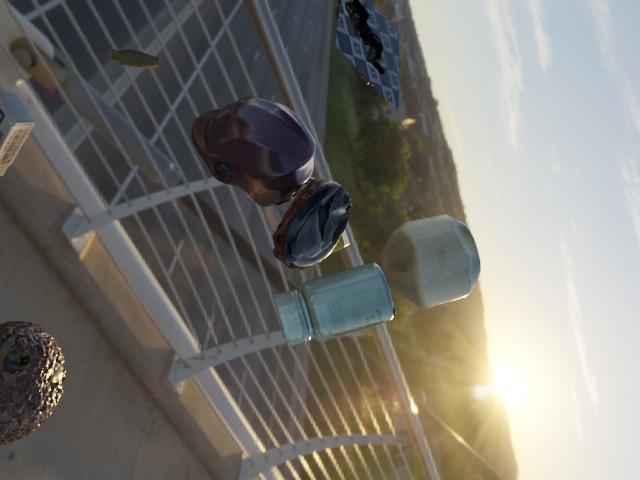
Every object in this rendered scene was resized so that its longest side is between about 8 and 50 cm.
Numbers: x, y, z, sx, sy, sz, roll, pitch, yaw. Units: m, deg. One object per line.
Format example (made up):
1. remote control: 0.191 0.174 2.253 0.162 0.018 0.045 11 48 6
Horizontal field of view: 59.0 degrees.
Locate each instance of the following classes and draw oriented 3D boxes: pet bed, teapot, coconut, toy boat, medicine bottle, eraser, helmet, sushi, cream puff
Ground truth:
1. pet bed: -0.011 -0.029 1.114 0.053 0.201 0.201 34 -12 30
2. teapot: -0.089 -0.106 1.783 0.166 0.299 0.208 -116 -140 -67
3. coconut: 0.283 0.057 1.515 0.237 0.265 0.237 -15 90 -83
4. toy boat: -0.551 -0.535 1.676 0.149 0.049 0.047 0 92 -38
5. medicine bottle: 0.010 0.049 0.425 0.047 0.083 0.047 164 -90 -85
6. eraser: -1.023 -0.332 1.802 0.124 0.279 0.081 54 32 6
7. helmet: -0.155 -0.262 1.499 0.338 0.197 0.271 42 47 -12
8. sushi: 0.121 -0.538 1.568 0.292 0.059 0.294 32 53 -41
9. cream puff: -0.682 0.325 1.242 0.212 0.303 0.303 32 25 -11

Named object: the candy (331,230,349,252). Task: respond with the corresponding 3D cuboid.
1. candy: 0.000 0.000 1.584 0.276 0.146 0.088 -2 71 -86
